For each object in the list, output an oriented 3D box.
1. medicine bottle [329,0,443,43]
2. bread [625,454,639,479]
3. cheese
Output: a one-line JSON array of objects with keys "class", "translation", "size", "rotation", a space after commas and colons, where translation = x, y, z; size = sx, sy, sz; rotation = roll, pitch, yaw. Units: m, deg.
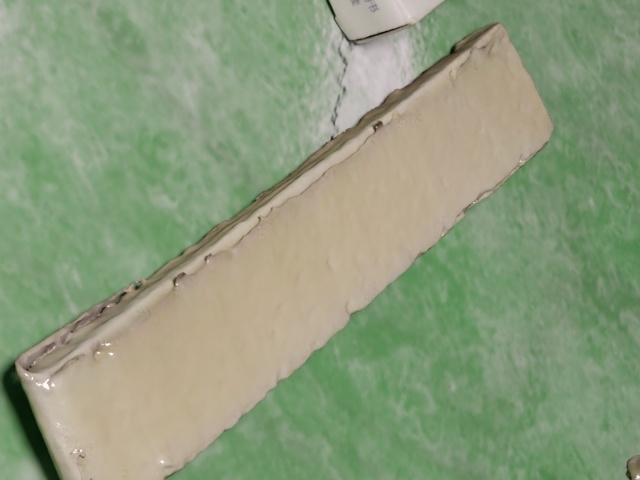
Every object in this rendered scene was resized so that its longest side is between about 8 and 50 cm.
[{"class": "medicine bottle", "translation": [0.035, -0.227, 0.981], "size": [0.171, 0.052, 0.201], "rotation": [-43, 114, -43]}, {"class": "bread", "translation": [0.198, 0.222, 0.955], "size": [0.176, 0.195, 0.246], "rotation": [-20, 96, -43]}, {"class": "cheese", "translation": [0.002, 0.001, 0.911], "size": [0.400, 0.034, 0.085], "rotation": [-37, 108, -44]}]
